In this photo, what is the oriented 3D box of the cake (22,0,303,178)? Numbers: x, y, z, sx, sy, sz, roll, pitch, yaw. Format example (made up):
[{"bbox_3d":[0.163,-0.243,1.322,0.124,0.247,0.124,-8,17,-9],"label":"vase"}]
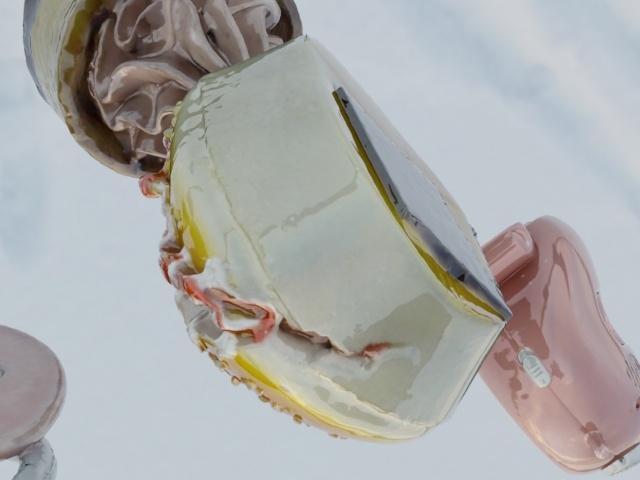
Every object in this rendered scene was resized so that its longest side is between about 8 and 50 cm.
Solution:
[{"bbox_3d":[-0.107,-0.130,1.055,0.207,0.178,0.185,21,102,-26],"label":"cake"}]

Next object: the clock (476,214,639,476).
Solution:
[{"bbox_3d":[0.223,0.101,1.342,0.142,0.241,0.227,-35,170,12],"label":"clock"}]

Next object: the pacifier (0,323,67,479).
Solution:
[{"bbox_3d":[-0.307,0.098,0.867,0.332,0.273,0.220,-27,176,-46],"label":"pacifier"}]

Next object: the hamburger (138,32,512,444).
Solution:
[{"bbox_3d":[0.000,0.000,0.895,0.151,0.295,0.227,-42,112,11],"label":"hamburger"}]
